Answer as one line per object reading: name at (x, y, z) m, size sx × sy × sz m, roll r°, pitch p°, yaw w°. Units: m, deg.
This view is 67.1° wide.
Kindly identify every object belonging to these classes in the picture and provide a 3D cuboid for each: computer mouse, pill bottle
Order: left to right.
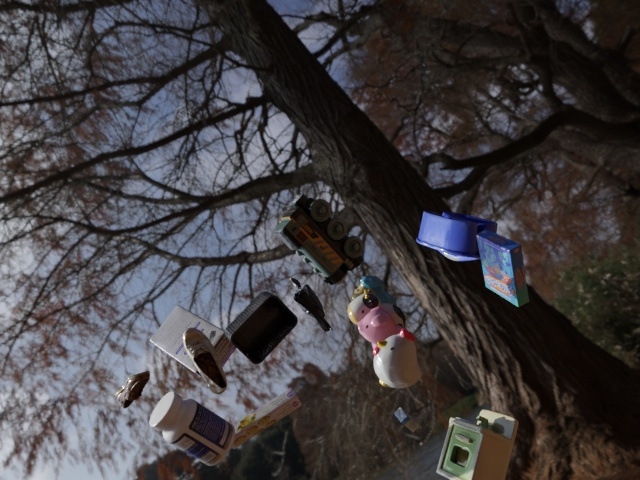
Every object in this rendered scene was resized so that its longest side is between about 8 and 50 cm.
pill bottle at (-0.432, 0.632, 1.631) m, size 0.153 × 0.153 × 0.265 m, roll -40°, pitch -66°, yaw 16°
computer mouse at (-0.054, 0.186, 1.525) m, size 0.060 × 0.184 × 0.262 m, roll -36°, pitch 19°, yaw 1°

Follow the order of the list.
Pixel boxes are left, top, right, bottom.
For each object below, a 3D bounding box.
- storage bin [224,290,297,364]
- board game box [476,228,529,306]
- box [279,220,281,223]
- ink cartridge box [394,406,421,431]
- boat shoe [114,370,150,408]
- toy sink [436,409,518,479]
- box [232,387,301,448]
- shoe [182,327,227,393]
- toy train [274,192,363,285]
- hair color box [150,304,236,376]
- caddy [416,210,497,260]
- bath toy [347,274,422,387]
storage bin at (-0.171, 0.248, 1.388) m, size 0.180 × 0.122 × 0.084 m, roll -46°, pitch 17°, yaw -15°
board game box at (0.574, 0.085, 1.523) m, size 0.047 × 0.160 × 0.210 m, roll -25°, pitch -65°, yaw -11°
box at (-0.044, -0.039, 1.850) m, size 0.087 × 0.232 × 0.058 m, roll 0°, pitch -84°, yaw -56°
ink cartridge box at (0.270, 0.555, 1.483) m, size 0.028 × 0.048 × 0.083 m, roll -46°, pitch -64°, yaw -1°
boat shoe at (-0.565, 0.454, 1.470) m, size 0.178 × 0.060 × 0.064 m, roll -43°, pitch -25°, yaw 31°
toy sink at (0.467, 0.616, 1.446) m, size 0.131 × 0.234 × 0.153 m, roll 28°, pitch -16°, yaw -19°
box at (-0.235, 0.729, 1.985) m, size 0.324 × 0.063 × 0.067 m, roll -28°, pitch -63°, yaw -14°
shoe at (-0.338, 0.353, 1.434) m, size 0.077 × 0.219 × 0.058 m, roll -29°, pitch -7°, yaw -24°
toy train at (0.000, 0.000, 1.648) m, size 0.190 × 0.334 × 0.142 m, roll -48°, pitch 18°, yaw -15°
hair color box at (-0.504, 0.403, 1.916) m, size 0.185 × 0.339 × 0.110 m, roll -55°, pitch -45°, yaw -20°
caddy at (0.544, -0.009, 1.937) m, size 0.241 × 0.341 × 0.179 m, roll 1°, pitch -78°, yaw -29°
bath toy at (0.150, 0.205, 1.150) m, size 0.152 × 0.348 × 0.129 m, roll 7°, pitch -72°, yaw -7°
